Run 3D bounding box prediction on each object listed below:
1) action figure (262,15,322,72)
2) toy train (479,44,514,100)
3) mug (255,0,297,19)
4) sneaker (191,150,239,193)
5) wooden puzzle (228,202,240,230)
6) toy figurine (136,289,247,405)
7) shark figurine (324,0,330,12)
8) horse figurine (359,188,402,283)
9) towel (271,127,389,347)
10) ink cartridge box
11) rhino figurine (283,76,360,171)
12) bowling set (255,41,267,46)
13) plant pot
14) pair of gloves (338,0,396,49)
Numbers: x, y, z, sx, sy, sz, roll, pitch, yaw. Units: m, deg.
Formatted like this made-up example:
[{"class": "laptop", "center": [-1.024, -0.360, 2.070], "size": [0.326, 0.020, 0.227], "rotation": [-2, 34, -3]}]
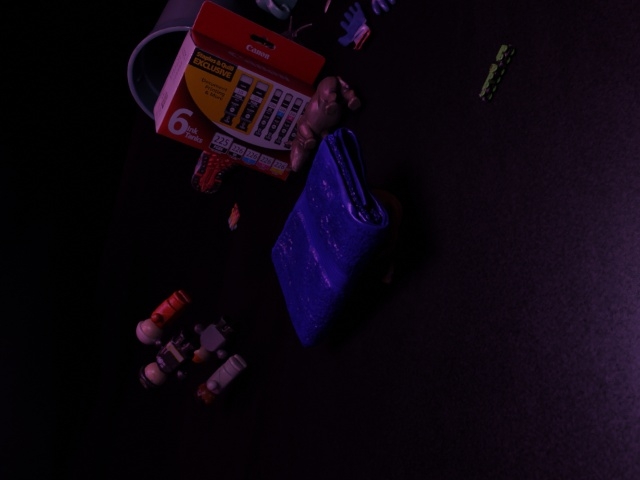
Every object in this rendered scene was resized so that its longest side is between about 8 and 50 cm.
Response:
[{"class": "action figure", "center": [-0.108, -0.398, 1.555], "size": [0.275, 0.164, 0.141], "rotation": [-65, 32, 25]}, {"class": "toy train", "center": [0.249, -0.239, 0.945], "size": [0.083, 0.017, 0.023], "rotation": [-65, 18, 13]}, {"class": "mug", "center": [-0.118, -0.683, 1.809], "size": [0.129, 0.098, 0.157], "rotation": [-63, 28, 16]}, {"class": "sneaker", "center": [-0.290, -0.246, 1.855], "size": [0.262, 0.104, 0.125], "rotation": [-40, 39, 46]}, {"class": "wooden puzzle", "center": [-0.224, -0.059, 1.719], "size": [0.049, 0.006, 0.083], "rotation": [-59, 30, 23]}, {"class": "toy figurine", "center": [-0.278, 0.237, 1.413], "size": [0.148, 0.210, 0.213], "rotation": [-45, 38, 14]}, {"class": "shark figurine", "center": [0.026, -0.598, 1.479], "size": [0.166, 0.116, 0.278], "rotation": [-64, 26, 17]}, {"class": "horse figurine", "center": [0.071, -0.027, 1.092], "size": [0.263, 0.066, 0.174], "rotation": [12, 90, 65]}, {"class": "towel", "center": [0.000, 0.000, 1.076], "size": [0.308, 0.076, 0.227], "rotation": [114, 151, -41]}, {"class": "ink cartridge box", "center": [-0.161, -0.315, 1.429], "size": [0.271, 0.310, 0.130], "rotation": [-60, 30, 23]}, {"class": "rhino figurine", "center": [-0.010, -0.229, 1.358], "size": [0.243, 0.073, 0.106], "rotation": [-53, 36, 35]}, {"class": "bowling set", "center": [-0.243, -0.380, 1.736], "size": [0.200, 0.287, 0.154], "rotation": [156, 89, -84]}, {"class": "plant pot", "center": [-0.349, -0.539, 1.904], "size": [0.341, 0.341, 0.334], "rotation": [-49, 30, 37]}, {"class": "pair of gloves", "center": [0.100, -0.477, 1.363], "size": [0.198, 0.023, 0.159], "rotation": [-54, 30, 29]}]
